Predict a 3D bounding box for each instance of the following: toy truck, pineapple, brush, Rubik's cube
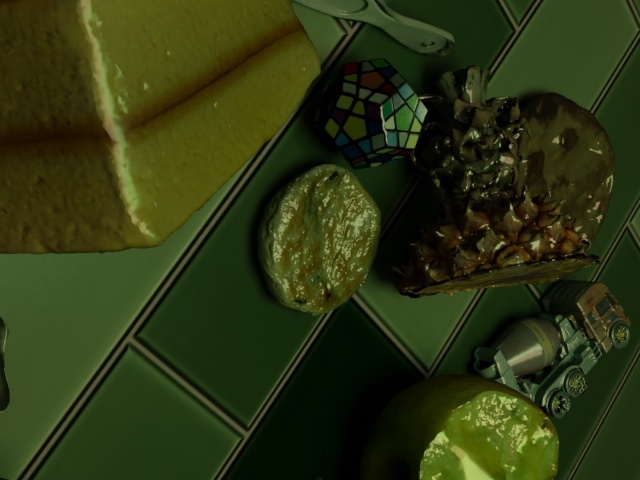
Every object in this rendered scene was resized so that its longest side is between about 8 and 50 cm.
[{"bbox_3d":[0.340,0.155,1.502,0.256,0.108,0.140,-41,111,-24],"label":"toy truck"},{"bbox_3d":[0.200,-0.078,1.276,0.262,0.262,0.272,-1,78,-41],"label":"pineapple"},{"bbox_3d":[0.053,-0.284,1.174,0.296,0.068,0.060,14,66,-44],"label":"brush"},{"bbox_3d":[0.057,-0.146,1.167,0.133,0.133,0.112,1,73,-42],"label":"Rubik's cube"}]

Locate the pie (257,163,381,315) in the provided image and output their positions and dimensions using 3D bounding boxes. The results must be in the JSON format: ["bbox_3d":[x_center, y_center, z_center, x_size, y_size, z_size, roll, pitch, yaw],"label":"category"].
[{"bbox_3d":[0.000,0.000,1.202,0.186,0.041,0.187,-12,108,-40],"label":"pie"}]

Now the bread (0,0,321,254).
[{"bbox_3d":[-0.180,-0.160,0.969,0.361,0.244,0.233,-45,128,-55],"label":"bread"}]

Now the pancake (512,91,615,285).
[{"bbox_3d":[0.334,-0.075,1.475,0.294,0.049,0.295,-14,111,-42],"label":"pancake"}]

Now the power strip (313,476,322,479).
[{"bbox_3d":[-0.026,0.358,1.272,0.123,0.032,0.056,-39,125,-29],"label":"power strip"}]

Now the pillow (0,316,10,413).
[{"bbox_3d":[-0.345,0.111,0.913,0.135,0.055,0.091,10,92,-44],"label":"pillow"}]

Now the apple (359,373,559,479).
[{"bbox_3d":[0.175,0.292,1.291,0.226,0.246,0.246,18,88,-38],"label":"apple"}]

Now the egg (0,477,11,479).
[{"bbox_3d":[-0.330,0.303,0.886,0.241,0.186,0.186,0,101,-32],"label":"egg"}]
